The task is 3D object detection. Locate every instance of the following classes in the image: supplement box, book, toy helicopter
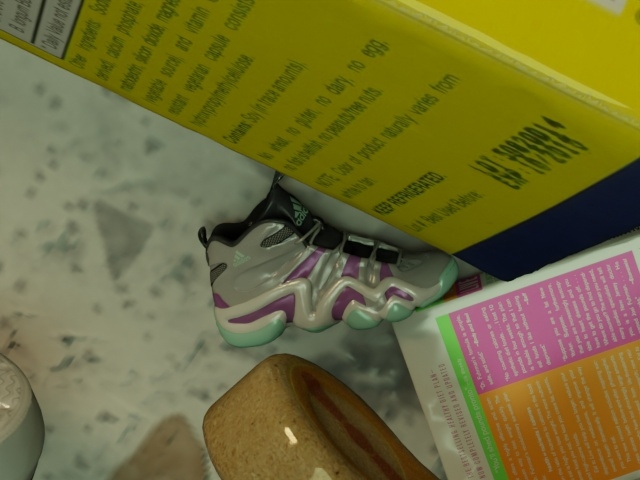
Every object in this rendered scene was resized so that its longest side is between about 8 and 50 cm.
[{"bbox_3d":[-0.034,-0.158,0.568,0.356,0.194,0.195,25,77,-8],"label":"supplement box"},{"bbox_3d":[0.110,0.047,0.757,0.144,0.035,0.096,-18,106,7],"label":"book"},{"bbox_3d":[0.097,0.166,0.667,0.355,0.235,0.140,39,107,-23],"label":"toy helicopter"}]

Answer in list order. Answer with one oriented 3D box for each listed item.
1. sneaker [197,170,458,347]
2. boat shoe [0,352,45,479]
[{"bbox_3d":[0.000,0.000,0.740,0.098,0.038,0.069,-13,109,6],"label":"sneaker"},{"bbox_3d":[-0.259,0.108,0.761,0.335,0.121,0.119,-4,117,15],"label":"boat shoe"}]
